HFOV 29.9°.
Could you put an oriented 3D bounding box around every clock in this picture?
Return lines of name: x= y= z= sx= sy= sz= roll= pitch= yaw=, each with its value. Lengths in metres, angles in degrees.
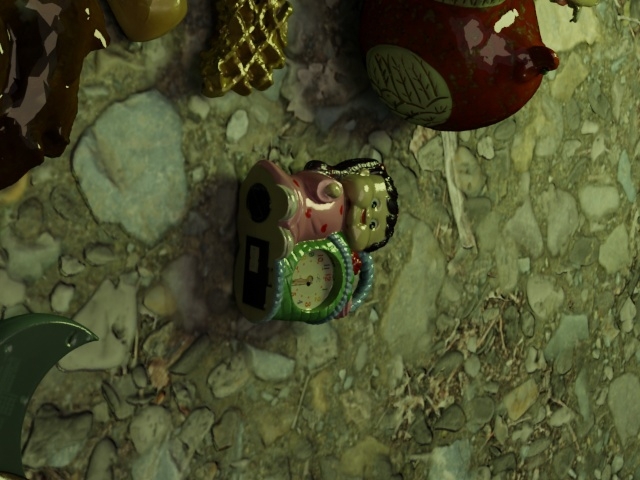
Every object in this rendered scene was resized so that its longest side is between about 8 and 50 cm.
clock: x=0.000 y=0.000 z=1.375 sx=0.195 sy=0.100 sz=0.194 roll=-7 pitch=107 yaw=-40

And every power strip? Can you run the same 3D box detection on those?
power strip: x=-0.301 y=0.168 z=1.152 sx=0.137 sy=0.044 sz=0.216 roll=29 pitch=76 yaw=-43

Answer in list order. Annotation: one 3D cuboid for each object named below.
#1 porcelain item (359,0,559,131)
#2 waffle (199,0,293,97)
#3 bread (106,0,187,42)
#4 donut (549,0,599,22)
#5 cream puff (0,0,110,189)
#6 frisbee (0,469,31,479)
porcelain item: x=0.179 y=-0.239 z=1.405 sx=0.253 sy=0.253 sz=0.253 roll=-10 pitch=105 yaw=-42
waffle: x=-0.093 y=-0.249 z=1.264 sx=0.149 sy=0.051 sz=0.194 roll=-12 pitch=108 yaw=-46
bread: x=-0.173 y=-0.253 z=1.183 sx=0.082 sy=0.056 sz=0.115 roll=-39 pitch=123 yaw=-33
donut: x=0.308 y=-0.497 z=1.488 sx=0.307 sy=0.150 sz=0.371 roll=38 pitch=57 yaw=-32
cream puff: x=-0.301 y=-0.174 z=1.018 sx=0.269 sy=0.155 sz=0.241 roll=27 pitch=85 yaw=-50
frisbee: x=-0.349 y=0.326 z=1.116 sx=0.250 sy=0.021 sz=0.251 roll=-23 pitch=128 yaw=-32
